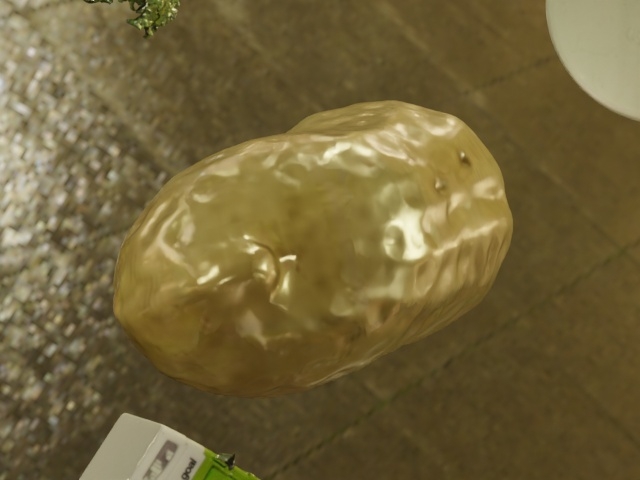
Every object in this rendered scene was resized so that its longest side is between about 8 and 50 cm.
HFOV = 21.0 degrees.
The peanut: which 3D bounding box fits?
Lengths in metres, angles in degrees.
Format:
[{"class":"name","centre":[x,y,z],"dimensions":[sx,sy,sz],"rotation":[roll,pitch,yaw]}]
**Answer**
[{"class":"peanut","centre":[0.000,0.000,1.144],"dimensions":[0.387,0.192,0.169],"rotation":[-19,103,-62]}]

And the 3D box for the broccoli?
[{"class":"broccoli","centre":[-0.142,-0.202,1.224],"dimensions":[0.095,0.097,0.092],"rotation":[21,37,11]}]

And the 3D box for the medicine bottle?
[{"class":"medicine bottle","centre":[0.263,-0.183,1.131],"dimensions":[0.143,0.143,0.258],"rotation":[44,43,9]}]

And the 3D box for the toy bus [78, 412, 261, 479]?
[{"class":"toy bus","centre":[-0.186,0.314,1.591],"dimensions":[0.139,0.113,0.301],"rotation":[40,72,-28]}]
